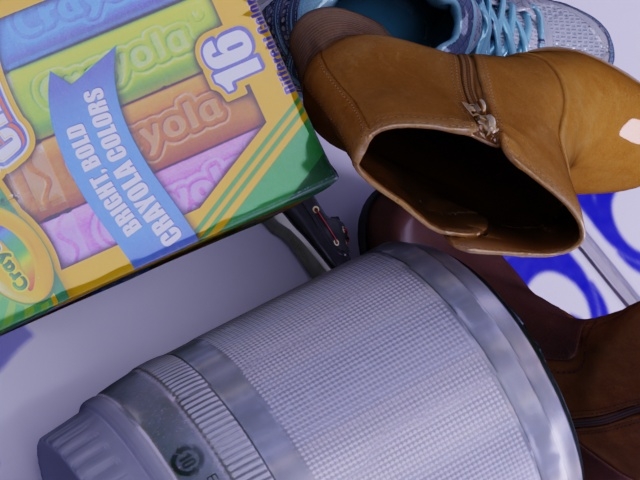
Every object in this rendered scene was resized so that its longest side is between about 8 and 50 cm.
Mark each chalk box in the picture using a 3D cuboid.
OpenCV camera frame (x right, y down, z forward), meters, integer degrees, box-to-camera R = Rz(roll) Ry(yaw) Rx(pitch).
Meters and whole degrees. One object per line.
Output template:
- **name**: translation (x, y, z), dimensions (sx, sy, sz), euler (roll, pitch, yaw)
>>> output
- **chalk box**: translation (-0.169, -0.046, 1.027), dimensions (0.289, 0.180, 0.179), euler (-25, 92, -14)

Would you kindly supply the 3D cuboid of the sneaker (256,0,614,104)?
- **sneaker**: translation (0.088, -0.125, 1.197), dimensions (0.283, 0.122, 0.110), euler (-3, 82, -25)

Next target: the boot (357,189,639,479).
- **boot**: translation (0.159, 0.055, 1.109), dimensions (0.096, 0.280, 0.264), euler (-31, 94, -25)

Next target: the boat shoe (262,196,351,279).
- **boat shoe**: translation (0.001, 0.000, 1.176), dimensions (0.042, 0.049, 0.133), euler (-41, 94, -16)

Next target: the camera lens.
- **camera lens**: translation (0.000, 0.142, 1.049), dimensions (0.274, 0.219, 0.219), euler (-26, 92, -20)

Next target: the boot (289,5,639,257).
- **boot**: translation (0.123, -0.046, 1.058), dimensions (0.295, 0.211, 0.104), euler (15, 114, -23)
